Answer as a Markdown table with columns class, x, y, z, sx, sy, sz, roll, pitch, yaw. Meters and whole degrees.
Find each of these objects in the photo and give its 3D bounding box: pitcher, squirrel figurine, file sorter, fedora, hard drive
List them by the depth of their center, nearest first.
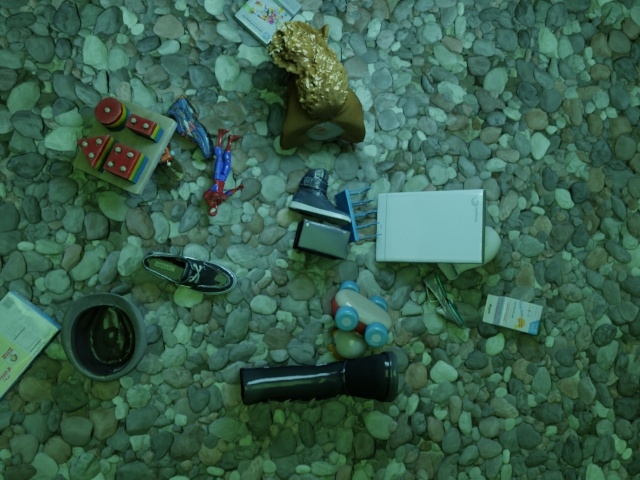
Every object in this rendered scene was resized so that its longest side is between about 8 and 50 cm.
| class | x | y | z | sx | sy | sz | roll | pitch | yaw |
| --- | --- | --- | --- | --- | --- | --- | --- | --- | --- |
| fedora | -0.646 | 0.282 | 1.692 | 0.243 | 0.124 | 0.276 | -11 | 97 | -8 |
| squirrel figurine | -0.019 | -0.522 | 1.721 | 0.280 | 0.397 | 0.371 | -8 | 75 | 0 |
| hard drive | 0.354 | -0.043 | 1.815 | 0.352 | 0.047 | 0.233 | 0 | 85 | 28 |
| file sorter | 0.128 | -0.084 | 1.848 | 0.104 | 0.118 | 0.171 | -11 | 89 | -16 |
| pitcher | 0.512 | 0.037 | 1.875 | 0.207 | 0.178 | 0.126 | -34 | 84 | -9 |

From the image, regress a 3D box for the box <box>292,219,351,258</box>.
| class | x | y | z | sx | sy | sz | roll | pitch | yaw |
| --- | --- | --- | --- | --- | --- | --- | --- | --- | --- |
| box | 0.000 | 0.000 | 1.801 | 0.155 | 0.158 | 0.093 | 15 | 84 | -8 |

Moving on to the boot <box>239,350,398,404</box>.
| class | x | y | z | sx | sy | sz | roll | pitch | yaw |
| --- | --- | --- | --- | --- | --- | --- | --- | --- | --- |
| boot | -0.019 | 0.417 | 1.679 | 0.444 | 0.367 | 0.146 | 3 | 69 | -9 |

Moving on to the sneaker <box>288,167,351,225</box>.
| class | x | y | z | sx | sy | sz | roll | pitch | yaw |
| --- | --- | --- | --- | --- | --- | --- | --- | --- | --- |
| sneaker | 0.020 | -0.147 | 1.814 | 0.226 | 0.086 | 0.164 | 19 | 79 | 25 |

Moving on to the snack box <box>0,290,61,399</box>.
| class | x | y | z | sx | sy | sz | roll | pitch | yaw |
| --- | --- | --- | --- | --- | --- | --- | --- | --- | --- |
| snack box | -0.959 | 0.334 | 1.669 | 0.187 | 0.060 | 0.322 | 40 | 81 | -5 |

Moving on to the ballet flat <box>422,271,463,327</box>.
| class | x | y | z | sx | sy | sz | roll | pitch | yaw |
| --- | --- | --- | --- | --- | --- | --- | --- | --- | --- |
| ballet flat | 0.416 | 0.211 | 1.914 | 0.068 | 0.072 | 0.213 | -27 | 91 | 17 |

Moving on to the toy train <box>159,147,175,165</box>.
| class | x | y | z | sx | sy | sz | roll | pitch | yaw |
| --- | --- | --- | --- | --- | --- | --- | --- | --- | --- |
| toy train | -0.546 | -0.271 | 1.752 | 0.166 | 0.046 | 0.125 | -24 | 69 | 6 |

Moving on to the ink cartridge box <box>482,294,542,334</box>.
| class | x | y | z | sx | sy | sz | roll | pitch | yaw |
| --- | --- | --- | --- | --- | --- | --- | --- | --- | --- |
| ink cartridge box | 0.671 | 0.258 | 1.947 | 0.181 | 0.061 | 0.105 | 14 | 84 | -8 |

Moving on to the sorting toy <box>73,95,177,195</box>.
| class | x | y | z | sx | sy | sz | roll | pitch | yaw |
| --- | --- | --- | --- | --- | --- | --- | --- | --- | --- |
| sorting toy | -0.616 | -0.306 | 1.705 | 0.255 | 0.089 | 0.257 | 23 | 83 | 15 |

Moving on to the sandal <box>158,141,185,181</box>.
| class | x | y | z | sx | sy | sz | roll | pitch | yaw |
| --- | --- | --- | --- | --- | --- | --- | --- | --- | --- |
| sandal | -0.483 | -0.258 | 1.786 | 0.072 | 0.049 | 0.180 | -34 | 74 | 2 |

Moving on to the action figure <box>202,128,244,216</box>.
| class | x | y | z | sx | sy | sz | roll | pitch | yaw |
| --- | --- | --- | --- | --- | --- | --- | --- | --- | --- |
| action figure | -0.294 | -0.208 | 1.777 | 0.139 | 0.091 | 0.281 | 11 | 85 | 35 |

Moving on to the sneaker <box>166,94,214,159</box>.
| class | x | y | z | sx | sy | sz | roll | pitch | yaw |
| --- | --- | --- | --- | --- | --- | --- | --- | --- | --- |
| sneaker | -0.417 | -0.354 | 1.801 | 0.087 | 0.083 | 0.221 | -31 | 87 | 3 |

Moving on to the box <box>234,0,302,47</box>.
| class | x | y | z | sx | sy | sz | roll | pitch | yaw |
| --- | --- | --- | --- | --- | --- | --- | --- | --- | --- |
| box | -0.176 | -0.768 | 1.878 | 0.145 | 0.038 | 0.186 | 41 | 82 | -5 |

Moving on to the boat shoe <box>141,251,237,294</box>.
| class | x | y | z | sx | sy | sz | roll | pitch | yaw |
| --- | --- | --- | --- | --- | --- | --- | --- | --- | --- |
| boat shoe | -0.411 | 0.100 | 1.754 | 0.301 | 0.102 | 0.108 | 19 | 84 | -8 |

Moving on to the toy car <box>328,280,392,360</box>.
| class | x | y | z | sx | sy | sz | roll | pitch | yaw |
| --- | --- | --- | --- | --- | --- | --- | --- | --- | --- |
| toy car | 0.093 | 0.297 | 1.807 | 0.210 | 0.219 | 0.238 | 30 | 111 | -7 |
